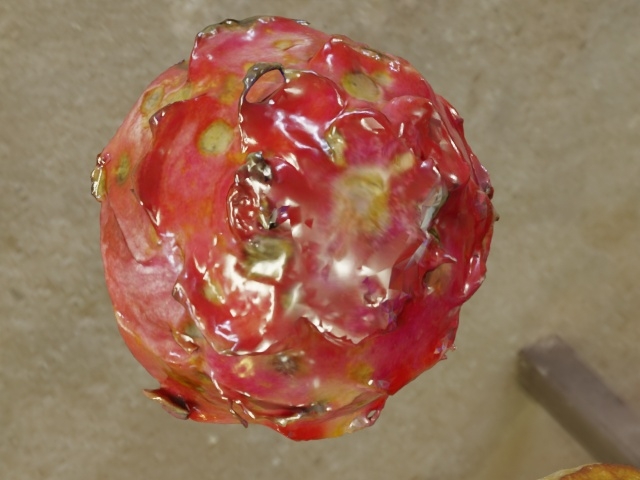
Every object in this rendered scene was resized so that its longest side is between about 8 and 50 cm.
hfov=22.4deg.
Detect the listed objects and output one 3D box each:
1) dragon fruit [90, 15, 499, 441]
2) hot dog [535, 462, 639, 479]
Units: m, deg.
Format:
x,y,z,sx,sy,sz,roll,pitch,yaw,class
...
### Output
x,y,z,sx,sy,sz,roll,pitch,yaw,class
0.000,0.000,1.406,0.371,0.249,0.386,32,81,-27,dragon fruit
0.337,0.406,1.569,0.185,0.405,0.223,-10,124,-40,hot dog
